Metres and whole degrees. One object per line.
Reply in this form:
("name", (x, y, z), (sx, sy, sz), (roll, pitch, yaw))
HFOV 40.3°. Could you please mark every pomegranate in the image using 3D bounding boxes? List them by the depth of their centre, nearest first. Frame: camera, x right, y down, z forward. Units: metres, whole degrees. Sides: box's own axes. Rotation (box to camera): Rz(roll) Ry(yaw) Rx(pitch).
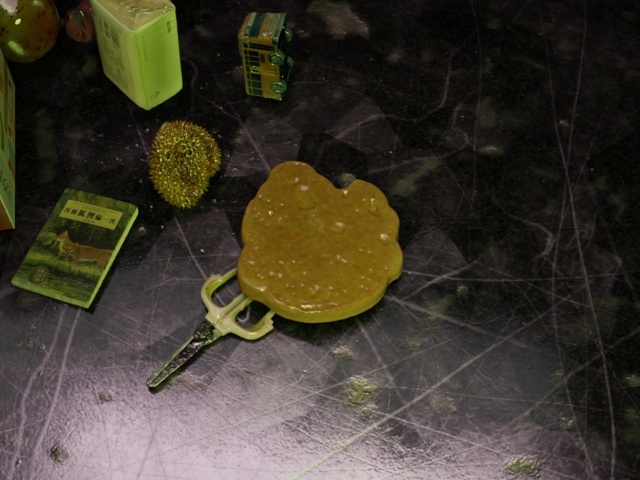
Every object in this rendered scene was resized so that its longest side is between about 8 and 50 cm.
("pomegranate", (-0.673, -0.457, 1.849), (0.198, 0.198, 0.246), (38, 66, 20))

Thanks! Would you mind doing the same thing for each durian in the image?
("durian", (-0.266, -0.157, 1.697), (0.136, 0.168, 0.158), (-5, 38, 15))

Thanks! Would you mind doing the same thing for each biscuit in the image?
("biscuit", (0.000, 0.000, 1.647), (0.312, 0.057, 0.351), (2, 54, -6))

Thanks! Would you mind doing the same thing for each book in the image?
("book", (-0.462, 0.009, 1.657), (0.160, 0.024, 0.228), (15, 59, 10))

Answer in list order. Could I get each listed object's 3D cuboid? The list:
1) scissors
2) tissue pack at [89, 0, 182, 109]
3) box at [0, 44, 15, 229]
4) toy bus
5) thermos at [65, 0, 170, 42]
("scissors", (-0.193, 0.155, 1.572), (0.160, 0.024, 0.317), (39, 64, 19))
("tissue pack", (-0.378, -0.414, 1.803), (0.125, 0.234, 0.159), (-39, 66, -25))
("box", (-0.673, -0.264, 1.632), (0.122, 0.344, 0.385), (-8, 58, -8))
("toy bus", (-0.116, -0.390, 1.828), (0.103, 0.182, 0.091), (10, 58, 7))
("thermos", (-0.440, -0.529, 1.922), (0.136, 0.110, 0.330), (3, 37, 41))
